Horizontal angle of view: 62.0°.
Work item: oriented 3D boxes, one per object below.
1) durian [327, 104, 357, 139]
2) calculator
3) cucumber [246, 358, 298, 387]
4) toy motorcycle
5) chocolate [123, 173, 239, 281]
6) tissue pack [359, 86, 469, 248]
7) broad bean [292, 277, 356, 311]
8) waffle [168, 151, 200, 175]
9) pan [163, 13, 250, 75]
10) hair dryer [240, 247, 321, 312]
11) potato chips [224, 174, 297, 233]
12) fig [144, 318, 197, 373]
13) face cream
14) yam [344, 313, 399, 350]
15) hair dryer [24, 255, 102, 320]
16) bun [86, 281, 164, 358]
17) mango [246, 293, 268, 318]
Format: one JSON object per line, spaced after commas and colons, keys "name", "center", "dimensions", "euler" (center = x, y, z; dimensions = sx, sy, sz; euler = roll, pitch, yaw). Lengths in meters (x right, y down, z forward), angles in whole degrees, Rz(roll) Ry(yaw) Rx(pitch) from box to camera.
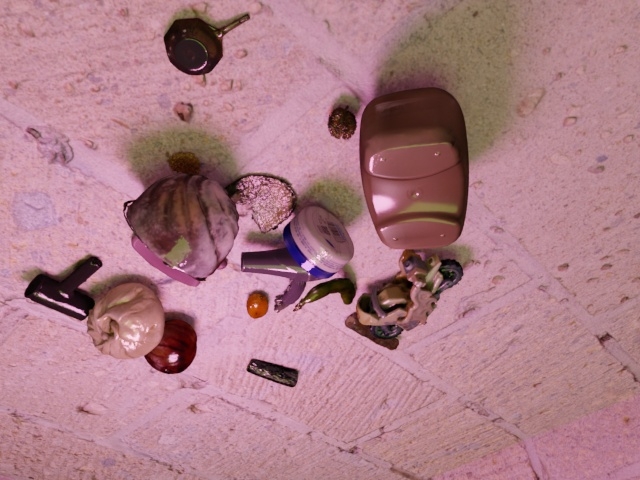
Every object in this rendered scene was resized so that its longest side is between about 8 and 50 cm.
{"name": "durian", "center": [0.057, -0.299, 1.354], "dimensions": [0.080, 0.080, 0.091], "euler": [14, 119, -18]}
{"name": "calculator", "center": [-0.443, 0.040, 1.654], "dimensions": [0.194, 0.043, 0.294], "euler": [-32, 127, 24]}
{"name": "cucumber", "center": [-0.196, 0.541, 2.146], "dimensions": [0.211, 0.062, 0.078], "euler": [19, 130, -23]}
{"name": "toy motorcycle", "center": [0.280, 0.187, 1.787], "dimensions": [0.237, 0.169, 0.410], "euler": [24, 122, -33]}
{"name": "chocolate", "center": [-0.339, -0.070, 1.422], "dimensions": [0.213, 0.303, 0.303], "euler": [-43, 125, 11]}
{"name": "tissue pack", "center": [0.237, -0.189, 1.351], "dimensions": [0.267, 0.277, 0.387], "euler": [-7, 133, 11]}
{"name": "broad bean", "center": [0.039, 0.175, 1.763], "dimensions": [0.292, 0.049, 0.144], "euler": [-1, 138, -48]}
{"name": "waffle", "center": [-0.369, -0.206, 1.443], "dimensions": [0.085, 0.016, 0.078], "euler": [7, 129, -13]}
{"name": "pan", "center": [-0.266, -0.453, 1.191], "dimensions": [0.128, 0.048, 0.202], "euler": [30, 124, -28]}
{"name": "hair dryer", "center": [-0.122, 0.143, 1.744], "dimensions": [0.301, 0.121, 0.361], "euler": [1, 142, -15]}
{"name": "potato chips", "center": [-0.182, -0.112, 1.548], "dimensions": [0.220, 0.029, 0.202], "euler": [19, 129, -25]}
{"name": "fig", "center": [-0.561, 0.370, 1.873], "dimensions": [0.249, 0.186, 0.204], "euler": [9, 151, -4]}
{"name": "face cream", "center": [0.000, 0.000, 1.544], "dimensions": [0.206, 0.206, 0.111], "euler": [32, 123, -30]}
{"name": "yam", "center": [0.195, 0.349, 2.004], "dimensions": [0.253, 0.061, 0.061], "euler": [32, 123, -32]}
{"name": "hair dryer", "center": [-0.782, 0.140, 1.698], "dimensions": [0.251, 0.089, 0.197], "euler": [-39, 126, 20]}
{"name": "bun", "center": [-0.634, 0.273, 1.723], "dimensions": [0.259, 0.160, 0.259], "euler": [2, 104, 8]}
{"name": "mango", "center": [-0.219, 0.231, 1.848], "dimensions": [0.080, 0.060, 0.114], "euler": [-8, 134, -17]}
